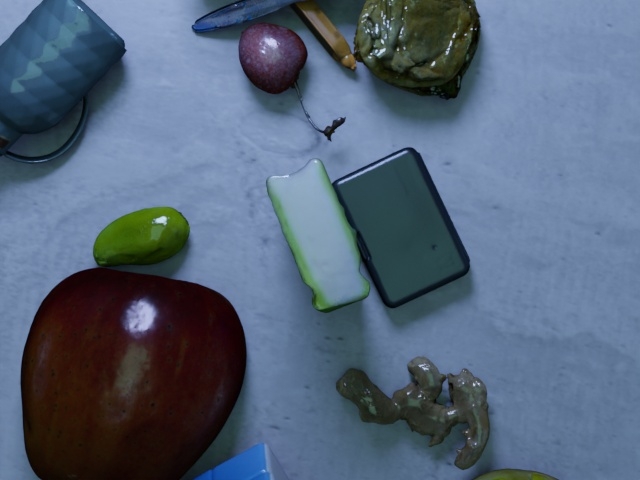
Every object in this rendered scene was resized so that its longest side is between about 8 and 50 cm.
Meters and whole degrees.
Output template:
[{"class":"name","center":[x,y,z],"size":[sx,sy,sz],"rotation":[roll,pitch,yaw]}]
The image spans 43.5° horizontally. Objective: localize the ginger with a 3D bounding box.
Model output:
[{"class":"ginger","center":[0.157,0.254,1.299],"size":[0.258,0.065,0.149],"rotation":[24,77,6]}]

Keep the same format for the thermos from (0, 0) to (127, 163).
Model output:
[{"class":"thermos","center":[-0.440,-0.245,1.274],"size":[0.286,0.145,0.182],"rotation":[-48,122,2]}]

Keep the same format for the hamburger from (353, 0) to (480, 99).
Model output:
[{"class":"hamburger","center":[0.151,-0.330,1.281],"size":[0.206,0.130,0.183],"rotation":[15,91,-18]}]

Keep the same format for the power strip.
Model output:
[{"class":"power strip","center":[0.001,-0.347,1.307],"size":[0.028,0.049,0.178],"rotation":[-39,89,-4]}]

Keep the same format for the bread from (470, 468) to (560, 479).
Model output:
[{"class":"bread","center":[0.281,0.446,1.248],"size":[0.260,0.158,0.156],"rotation":[-39,86,-2]}]

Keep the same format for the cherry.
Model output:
[{"class":"cherry","center":[-0.041,-0.265,1.285],"size":[0.225,0.090,0.107],"rotation":[39,88,1]}]

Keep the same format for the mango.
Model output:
[{"class":"mango","center":[-0.292,-0.001,1.294],"size":[0.165,0.074,0.091],"rotation":[-22,90,0]}]

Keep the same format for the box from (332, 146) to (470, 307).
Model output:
[{"class":"box","center":[0.131,-0.022,1.302],"size":[0.160,0.050,0.230],"rotation":[-25,90,0]}]

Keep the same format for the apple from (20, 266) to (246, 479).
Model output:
[{"class":"apple","center":[-0.307,0.223,1.273],"size":[0.328,0.295,0.365],"rotation":[18,88,38]}]

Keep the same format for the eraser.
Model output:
[{"class":"eraser","center":[0.000,0.000,1.192],"size":[0.092,0.274,0.210],"rotation":[-21,90,-1]}]

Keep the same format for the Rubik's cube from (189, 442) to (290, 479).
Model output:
[{"class":"Rubik's cube","center":[-0.131,0.527,1.152],"size":[0.291,0.290,0.291],"rotation":[-29,105,0]}]

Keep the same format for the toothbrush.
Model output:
[{"class":"toothbrush","center":[-0.024,-0.391,1.256],"size":[0.413,0.042,0.035],"rotation":[-12,107,20]}]
